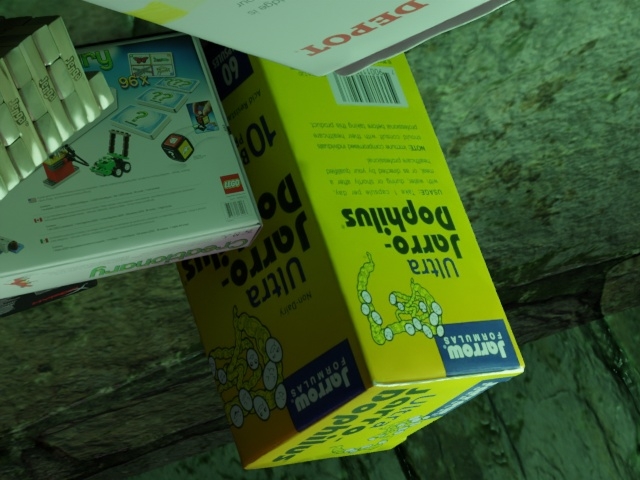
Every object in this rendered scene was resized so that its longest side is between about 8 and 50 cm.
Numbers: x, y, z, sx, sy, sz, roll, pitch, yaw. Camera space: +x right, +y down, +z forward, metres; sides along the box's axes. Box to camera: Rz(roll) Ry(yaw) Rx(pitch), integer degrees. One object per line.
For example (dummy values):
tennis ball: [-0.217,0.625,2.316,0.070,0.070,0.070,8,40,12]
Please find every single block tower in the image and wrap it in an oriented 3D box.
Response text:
block tower: [-0.296,-0.053,1.306,0.091,0.097,0.335,2,-146,37]

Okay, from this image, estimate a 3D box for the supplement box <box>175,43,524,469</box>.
supplement box: [0.000,0.000,1.614,0.195,0.356,0.194,-2,155,-42]

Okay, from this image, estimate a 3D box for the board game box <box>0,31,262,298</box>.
board game box: [-0.221,-0.060,1.479,0.305,0.193,0.053,-12,160,-21]

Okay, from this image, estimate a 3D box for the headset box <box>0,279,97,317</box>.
headset box: [-0.340,-0.013,1.623,0.218,0.110,0.293,-19,162,-3]

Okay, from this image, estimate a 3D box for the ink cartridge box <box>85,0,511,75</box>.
ink cartridge box: [-0.035,-0.247,1.049,0.279,0.160,0.385,-20,158,38]
